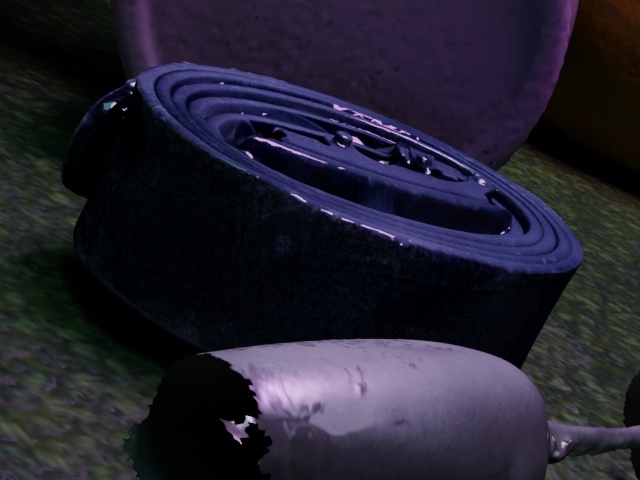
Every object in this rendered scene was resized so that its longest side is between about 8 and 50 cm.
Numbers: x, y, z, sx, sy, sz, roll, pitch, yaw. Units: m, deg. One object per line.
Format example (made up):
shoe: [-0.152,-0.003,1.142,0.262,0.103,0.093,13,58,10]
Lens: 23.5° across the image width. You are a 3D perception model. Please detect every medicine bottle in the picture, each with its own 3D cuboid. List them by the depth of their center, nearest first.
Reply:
medicine bottle: [0.025,-0.145,0.814,0.219,0.219,0.388,23,16,1]

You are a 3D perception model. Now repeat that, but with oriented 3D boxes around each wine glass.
wine glass: [0.052,0.061,0.473,0.262,0.074,0.074,6,24,-45]

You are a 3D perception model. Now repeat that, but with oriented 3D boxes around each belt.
belt: [0.000,0.000,0.565,0.190,0.082,0.141,14,21,-32]

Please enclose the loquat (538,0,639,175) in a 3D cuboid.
loquat: [0.247,-0.208,1.166,0.359,0.328,0.328,-3,27,-26]
